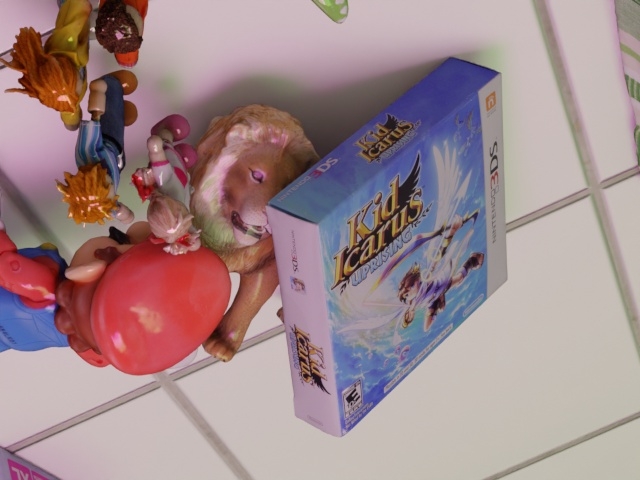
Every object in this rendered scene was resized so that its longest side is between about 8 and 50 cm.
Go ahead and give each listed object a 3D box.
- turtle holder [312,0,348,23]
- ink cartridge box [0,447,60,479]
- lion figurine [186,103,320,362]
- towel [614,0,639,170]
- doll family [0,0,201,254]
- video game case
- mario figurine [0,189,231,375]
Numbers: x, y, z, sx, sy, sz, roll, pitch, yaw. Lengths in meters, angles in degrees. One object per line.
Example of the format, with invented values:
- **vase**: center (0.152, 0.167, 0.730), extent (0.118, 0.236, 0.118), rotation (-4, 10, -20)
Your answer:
- **turtle holder**: center (-0.014, -0.326, 1.009), extent (0.227, 0.243, 0.320), rotation (-44, 99, 5)
- **ink cartridge box**: center (-0.277, 0.384, 1.634), extent (0.065, 0.311, 0.186), rotation (-30, 142, 13)
- **lion figurine**: center (0.000, 0.000, 1.468), extent (0.392, 0.142, 0.240), rotation (7, 119, -51)
- **towel**: center (0.375, -0.084, 1.440), extent (0.038, 0.248, 0.325), rotation (-38, 144, -9)
- **doll family**: center (-0.171, -0.096, 1.193), extent (0.118, 0.163, 0.263), rotation (-10, 122, 5)
- **video game case**: center (0.070, 0.005, 1.390), extent (0.269, 0.061, 0.244), rotation (-40, 138, -35)
- **mario figurine**: center (-0.220, 0.033, 1.351), extent (0.321, 0.170, 0.198), rotation (-3, 175, 24)
